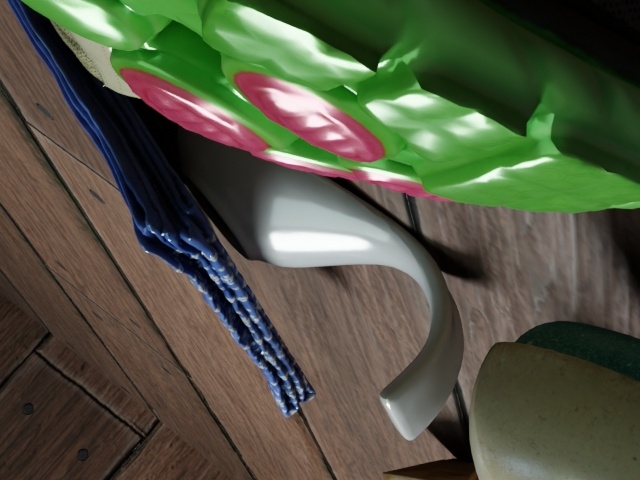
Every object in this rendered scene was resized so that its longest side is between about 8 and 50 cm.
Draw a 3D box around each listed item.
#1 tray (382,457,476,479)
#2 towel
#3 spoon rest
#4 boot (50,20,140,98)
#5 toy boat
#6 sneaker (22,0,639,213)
[{"bbox_3d":[0.155,0.269,1.245,0.411,0.076,0.203,161,98,-74],"label":"tray"},{"bbox_3d":[-0.107,-0.026,1.160,0.243,0.040,0.336,56,177,26],"label":"towel"},{"bbox_3d":[0.000,0.000,1.068,0.276,0.084,0.137,48,172,34],"label":"spoon rest"},{"bbox_3d":[-0.077,-0.130,0.790,0.262,0.095,0.203,35,165,31],"label":"boot"},{"bbox_3d":[0.165,0.127,0.886,0.267,0.148,0.318,40,160,-15],"label":"toy boat"},{"bbox_3d":[-0.017,-0.144,0.436,0.185,0.202,0.483,13,167,46],"label":"sneaker"}]
